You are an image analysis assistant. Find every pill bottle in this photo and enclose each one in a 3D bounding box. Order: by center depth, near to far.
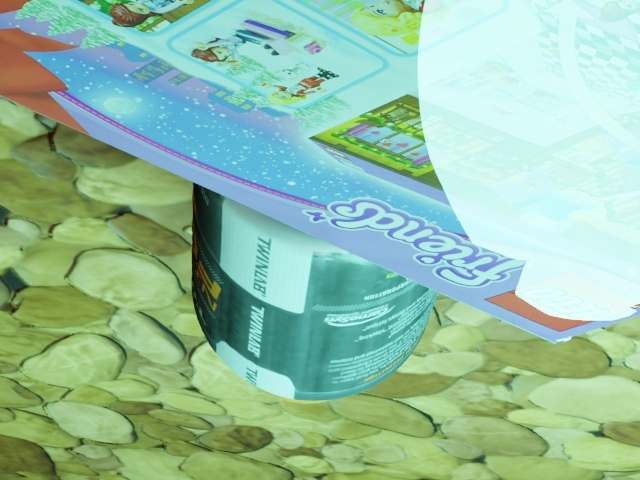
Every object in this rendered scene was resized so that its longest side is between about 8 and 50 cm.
[{"bbox_3d":[0.000,0.000,0.897,0.130,0.130,0.246,7,154,-1],"label":"pill bottle"}]

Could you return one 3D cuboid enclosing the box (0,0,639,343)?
[{"bbox_3d":[0.042,-0.063,0.479,0.293,0.057,0.201,24,148,-36],"label":"box"}]
